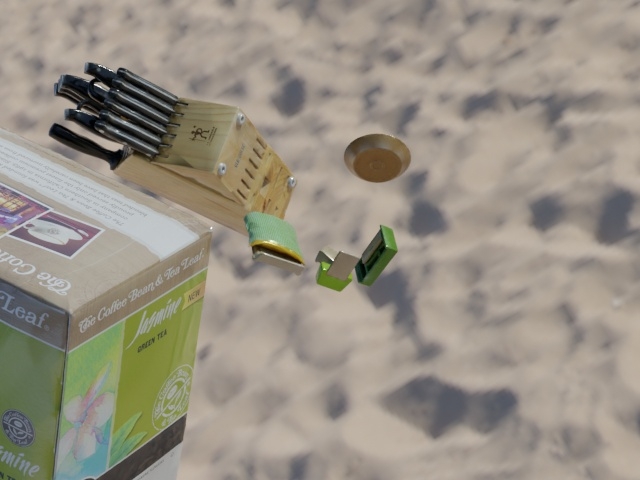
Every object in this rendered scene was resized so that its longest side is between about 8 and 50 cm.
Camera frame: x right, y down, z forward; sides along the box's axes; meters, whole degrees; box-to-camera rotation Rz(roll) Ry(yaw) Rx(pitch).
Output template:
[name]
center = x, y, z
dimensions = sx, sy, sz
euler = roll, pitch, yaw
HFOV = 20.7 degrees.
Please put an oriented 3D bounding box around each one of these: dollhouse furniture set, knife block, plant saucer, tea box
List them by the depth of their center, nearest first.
[tea box]
center = -0.308, 0.095, 1.650
dimensions = 0.329, 0.324, 0.220
euler = 25, 34, 23
[dollhouse furniture set]
center = 0.000, 0.000, 1.803
dimensions = 0.059, 0.151, 0.076
euler = -57, 26, 31
[knife block]
center = -0.185, -0.105, 2.058
dimensions = 0.242, 0.276, 0.088
euler = 11, 70, 27
[plant saucer]
center = 0.070, -0.097, 2.152
dimensions = 0.083, 0.083, 0.015
euler = -21, 42, 24
